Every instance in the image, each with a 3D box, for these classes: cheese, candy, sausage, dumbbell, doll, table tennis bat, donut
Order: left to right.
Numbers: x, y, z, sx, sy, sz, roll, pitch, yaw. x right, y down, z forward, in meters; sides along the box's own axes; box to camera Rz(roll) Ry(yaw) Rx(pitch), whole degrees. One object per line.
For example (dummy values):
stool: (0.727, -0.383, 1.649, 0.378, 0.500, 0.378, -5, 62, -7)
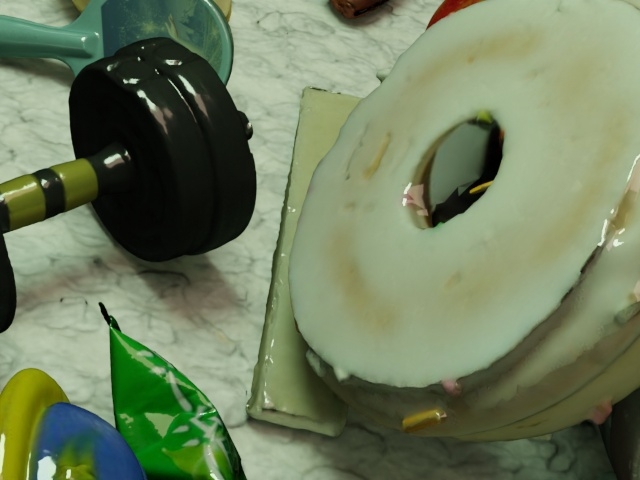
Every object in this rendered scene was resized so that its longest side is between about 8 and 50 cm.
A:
doll: (-0.221, 0.209, 0.614, 0.242, 0.160, 0.311, 1, 58, -5)
dumbbell: (-0.212, -0.036, 0.820, 0.388, 0.185, 0.185, -25, 63, -35)
table tennis bat: (-0.201, -0.182, 1.009, 0.237, 0.038, 0.149, 8, 90, 1)
candy: (-0.101, 0.153, 0.736, 0.078, 0.141, 0.203, -22, 61, -20)
cheese: (-0.001, -0.002, 0.972, 0.085, 0.034, 0.400, 16, 47, -8)
sausage: (0.056, -0.307, 1.227, 0.076, 0.076, 0.141, 38, 50, 13)
donut: (0.142, -0.020, 0.806, 0.142, 0.382, 0.383, 36, 38, -35)

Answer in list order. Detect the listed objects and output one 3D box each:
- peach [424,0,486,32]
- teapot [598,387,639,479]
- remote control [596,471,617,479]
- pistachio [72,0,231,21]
peach: (0.205, -0.201, 1.167, 0.190, 0.192, 0.190, 47, 20, -23)
teapot: (0.370, 0.108, 0.878, 0.314, 0.233, 0.312, 14, 22, -5)
remote control: (0.224, 0.298, 0.791, 0.103, 0.051, 0.293, 26, 44, 9)
pistachio: (-0.179, -0.276, 1.074, 0.200, 0.117, 0.145, 26, 83, 5)
